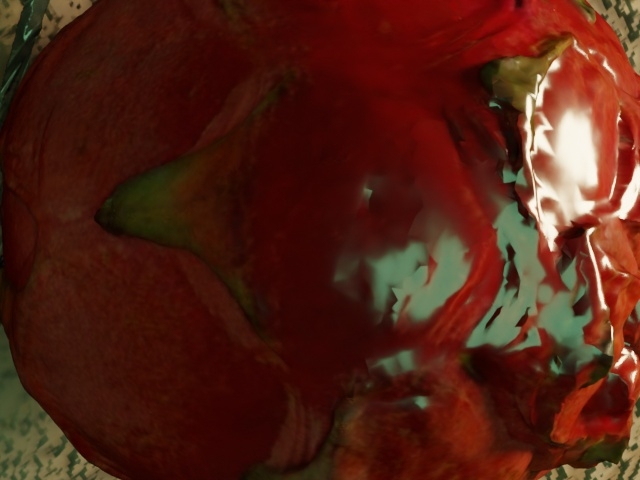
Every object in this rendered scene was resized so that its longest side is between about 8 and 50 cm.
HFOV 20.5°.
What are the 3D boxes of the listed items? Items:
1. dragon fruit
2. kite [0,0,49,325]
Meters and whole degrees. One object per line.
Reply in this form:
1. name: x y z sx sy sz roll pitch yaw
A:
1. dragon fruit: 0.008 -0.004 0.611 0.241 0.252 0.241 -25 136 -26
2. kite: -0.124 -0.025 0.685 0.139 0.011 0.156 9 101 -27
